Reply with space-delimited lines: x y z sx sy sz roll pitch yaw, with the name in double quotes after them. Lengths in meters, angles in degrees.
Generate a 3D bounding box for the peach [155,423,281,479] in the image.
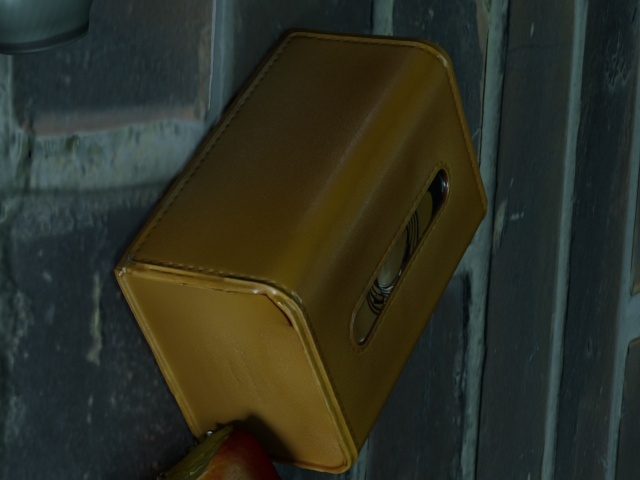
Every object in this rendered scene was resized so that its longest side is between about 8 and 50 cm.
-0.082 0.210 1.010 0.118 0.151 0.151 48 37 5 "peach"

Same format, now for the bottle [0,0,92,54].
-0.177 -0.228 0.768 0.096 0.079 0.254 -111 -170 -64 "bottle"

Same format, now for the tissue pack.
0.000 0.000 1.065 0.274 0.145 0.194 -59 142 -37 "tissue pack"
